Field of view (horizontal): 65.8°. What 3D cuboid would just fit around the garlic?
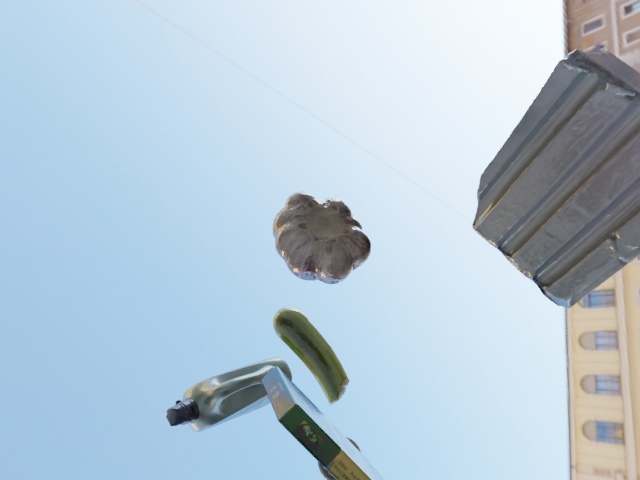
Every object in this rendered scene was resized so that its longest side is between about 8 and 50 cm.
[{"bbox_3d":[0.000,0.000,0.778,0.159,0.102,0.147,30,-124,10],"label":"garlic"}]

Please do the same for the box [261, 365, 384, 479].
[{"bbox_3d":[0.018,0.275,0.650,0.034,0.132,0.235,-43,-75,-8],"label":"box"}]

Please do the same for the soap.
[{"bbox_3d":[0.548,-0.120,1.038,0.350,0.435,0.213,42,-137,16],"label":"soap"}]

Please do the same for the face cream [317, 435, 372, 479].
[{"bbox_3d":[0.074,0.574,1.258,0.348,0.105,0.105,68,-146,-59],"label":"face cream"}]

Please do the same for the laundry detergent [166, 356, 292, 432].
[{"bbox_3d":[-0.217,0.357,1.139,0.280,0.215,0.105,2,-124,-53],"label":"laundry detergent"}]

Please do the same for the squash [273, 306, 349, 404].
[{"bbox_3d":[-0.021,0.250,1.122,0.083,0.083,0.250,-18,-122,-43],"label":"squash"}]
